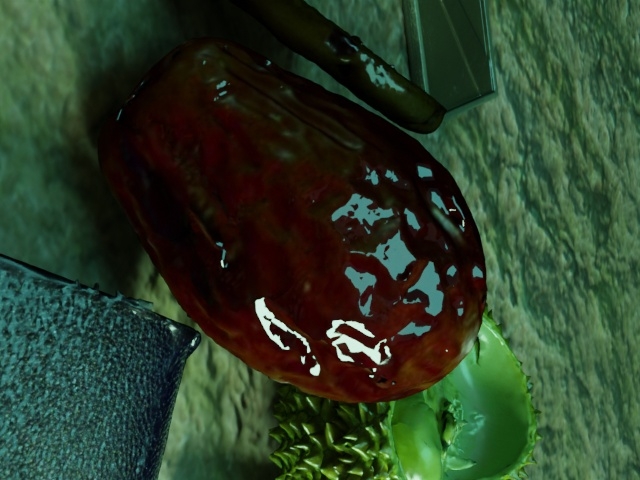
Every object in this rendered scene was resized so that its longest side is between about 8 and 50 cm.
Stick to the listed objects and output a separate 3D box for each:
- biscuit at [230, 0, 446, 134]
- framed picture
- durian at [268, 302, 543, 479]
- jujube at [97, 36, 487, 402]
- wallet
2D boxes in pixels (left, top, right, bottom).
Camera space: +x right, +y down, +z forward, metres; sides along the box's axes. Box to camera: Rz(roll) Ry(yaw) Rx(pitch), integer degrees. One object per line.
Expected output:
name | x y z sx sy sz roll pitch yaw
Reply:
biscuit | 0.003 -0.146 0.994 0.036 0.212 0.212 -54 143 7
framed picture | 0.123 -0.223 1.306 0.150 0.015 0.203 -28 114 -52
durian | 0.061 0.150 1.092 0.237 0.176 0.200 -43 120 -44
jujube | -0.014 -0.012 0.927 0.290 0.197 0.197 41 52 -9
wallet | -0.196 0.124 0.828 0.262 0.071 0.221 28 74 -49
